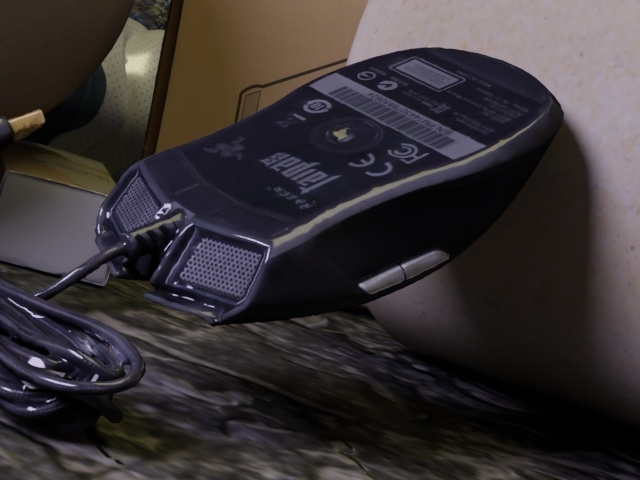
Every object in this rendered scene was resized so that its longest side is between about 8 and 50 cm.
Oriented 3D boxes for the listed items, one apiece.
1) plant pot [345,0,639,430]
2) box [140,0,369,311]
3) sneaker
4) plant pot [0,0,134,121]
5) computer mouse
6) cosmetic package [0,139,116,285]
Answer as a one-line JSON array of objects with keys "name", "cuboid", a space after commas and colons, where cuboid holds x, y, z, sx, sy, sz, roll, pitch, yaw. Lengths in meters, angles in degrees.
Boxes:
[{"name": "plant pot", "cuboid": [0.187, -0.032, 0.721, 0.305, 0.333, 0.334, 8, 1, 35]}, {"name": "box", "cuboid": [0.005, -0.049, 0.852, 0.201, 0.164, 0.021, 13, -8, -28]}, {"name": "sneaker", "cuboid": [-0.190, -0.106, 1.032, 0.236, 0.130, 0.323, 24, 1, -19]}, {"name": "plant pot", "cuboid": [-0.191, -0.149, 0.751, 0.284, 0.284, 0.191, 23, 1, 35]}, {"name": "computer mouse", "cuboid": [-0.046, -0.011, 0.604, 0.262, 0.060, 0.184, -30, 40, -35]}, {"name": "cosmetic package", "cuboid": [-0.128, -0.016, 0.761, 0.060, 0.041, 0.115, 15, 8, -17]}]
